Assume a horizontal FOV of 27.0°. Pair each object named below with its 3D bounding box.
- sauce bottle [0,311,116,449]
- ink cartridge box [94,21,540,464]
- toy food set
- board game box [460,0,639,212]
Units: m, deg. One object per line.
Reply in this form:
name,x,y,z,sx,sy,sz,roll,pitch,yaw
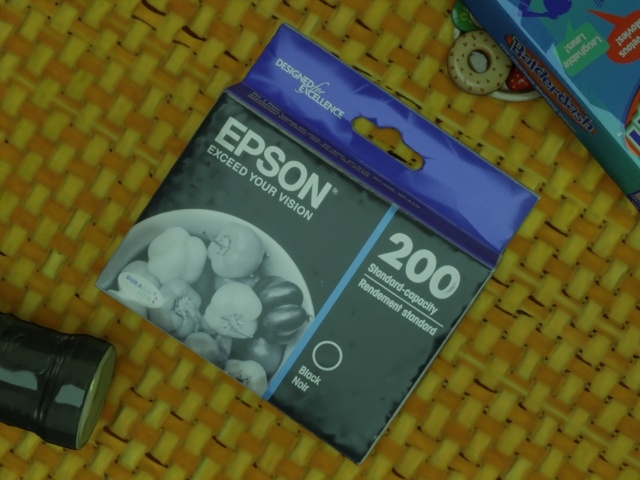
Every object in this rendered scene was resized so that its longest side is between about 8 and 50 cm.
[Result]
sauce bottle,-0.300,0.048,0.829,0.344,0.111,0.111,19,93,1
ink cartridge box,0.000,0.000,0.843,0.206,0.045,0.208,34,92,2
toy food set,0.123,-0.130,0.844,0.083,0.020,0.082,8,92,3
board game box,0.193,-0.144,0.810,0.160,0.047,0.210,-41,90,-11
